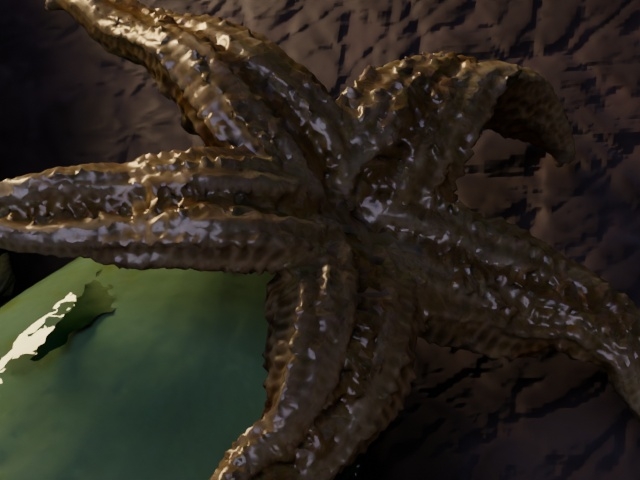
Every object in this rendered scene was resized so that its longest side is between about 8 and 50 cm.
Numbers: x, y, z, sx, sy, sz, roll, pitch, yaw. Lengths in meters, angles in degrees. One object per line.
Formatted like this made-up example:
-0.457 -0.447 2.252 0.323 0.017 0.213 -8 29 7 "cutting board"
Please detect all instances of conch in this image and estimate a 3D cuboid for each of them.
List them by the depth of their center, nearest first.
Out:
-0.064 0.081 0.608 0.251 0.137 0.143 -35 27 -26 "conch"

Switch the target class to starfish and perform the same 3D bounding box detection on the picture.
0.000 0.000 0.595 0.277 0.062 0.236 38 53 7 "starfish"

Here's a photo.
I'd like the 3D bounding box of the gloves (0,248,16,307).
-0.275 0.002 0.690 0.312 0.135 0.210 -31 83 6 "gloves"
